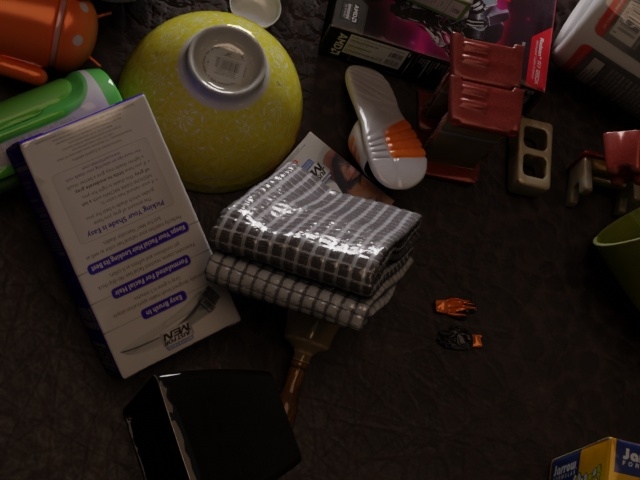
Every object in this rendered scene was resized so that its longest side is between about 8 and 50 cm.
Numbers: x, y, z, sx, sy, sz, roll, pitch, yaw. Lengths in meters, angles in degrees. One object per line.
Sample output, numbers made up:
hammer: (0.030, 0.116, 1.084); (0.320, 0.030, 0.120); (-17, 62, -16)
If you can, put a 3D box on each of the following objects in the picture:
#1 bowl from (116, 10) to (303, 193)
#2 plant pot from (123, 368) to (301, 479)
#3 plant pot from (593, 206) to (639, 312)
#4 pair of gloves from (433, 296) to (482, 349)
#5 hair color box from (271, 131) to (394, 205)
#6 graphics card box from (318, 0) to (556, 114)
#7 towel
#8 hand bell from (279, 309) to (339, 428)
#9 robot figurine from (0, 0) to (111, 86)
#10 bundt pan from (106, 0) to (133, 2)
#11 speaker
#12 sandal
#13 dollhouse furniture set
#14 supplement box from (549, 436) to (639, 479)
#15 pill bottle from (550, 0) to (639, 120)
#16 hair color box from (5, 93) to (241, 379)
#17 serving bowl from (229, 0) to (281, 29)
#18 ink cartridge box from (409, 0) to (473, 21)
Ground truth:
bowl: (-0.150, -0.230, 1.751); (0.290, 0.156, 0.289); (5, 69, -14)
plant pot: (-0.136, 0.267, 1.562); (0.167, 0.188, 0.187); (-13, 74, -28)
plant pot: (0.602, 0.080, 1.811); (0.275, 0.275, 0.293); (-27, 96, -23)
pair of gloves: (0.209, 0.125, 1.798); (0.074, 0.010, 0.083); (2, 72, -16)
hair color box: (0.016, -0.074, 1.795); (0.167, 0.053, 0.093); (39, 64, 0)
graphics card box: (0.197, -0.369, 1.934); (0.371, 0.094, 0.232); (16, 67, -8)
towel: (0.000, 0.000, 1.616); (0.235, 0.121, 0.283); (15, 22, 13)
hand bell: (-0.032, 0.184, 1.671); (0.126, 0.126, 0.242); (19, 78, -8)
robot figurine: (-0.419, -0.317, 1.723); (0.220, 0.128, 0.158); (12, 36, -11)
bundt pan: (-0.338, -0.502, 1.756); (0.331, 0.124, 0.330); (13, 46, -14)
speaker: (-0.422, -0.139, 1.656); (0.297, 0.131, 0.131); (-26, 79, -22)
sandal: (0.089, -0.161, 1.841); (0.102, 0.076, 0.265); (7, 46, -24)
dollhouse furniture set: (0.344, -0.174, 1.842); (0.374, 0.201, 0.152); (11, 68, -11)
supplement box: (0.424, 0.476, 1.625); (0.194, 0.195, 0.356); (15, 66, -10)
pill bottle: (0.580, -0.285, 1.945); (0.363, 0.210, 0.210); (33, 65, -2)
hair color box: (-0.264, -0.005, 1.603); (0.185, 0.110, 0.338); (-26, 98, -23)
serving bowl: (-0.105, -0.367, 1.884); (0.083, 0.027, 0.083); (5, 69, -13)
ink cartridge box: (0.147, -0.437, 1.860); (0.209, 0.062, 0.109); (21, 67, -7)
